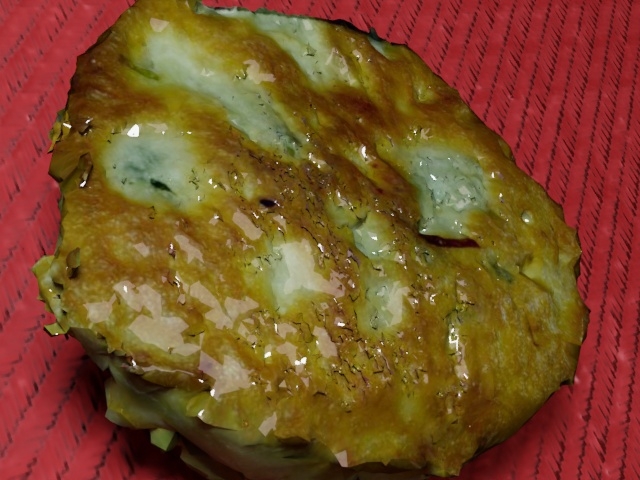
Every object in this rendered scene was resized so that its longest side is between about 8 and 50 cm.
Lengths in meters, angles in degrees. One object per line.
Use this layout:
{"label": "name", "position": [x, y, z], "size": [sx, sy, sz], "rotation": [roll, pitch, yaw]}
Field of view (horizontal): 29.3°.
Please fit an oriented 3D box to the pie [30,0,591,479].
{"label": "pie", "position": [0.000, 0.000, 0.668], "size": [0.355, 0.103, 0.288], "rotation": [2, 57, -36]}
